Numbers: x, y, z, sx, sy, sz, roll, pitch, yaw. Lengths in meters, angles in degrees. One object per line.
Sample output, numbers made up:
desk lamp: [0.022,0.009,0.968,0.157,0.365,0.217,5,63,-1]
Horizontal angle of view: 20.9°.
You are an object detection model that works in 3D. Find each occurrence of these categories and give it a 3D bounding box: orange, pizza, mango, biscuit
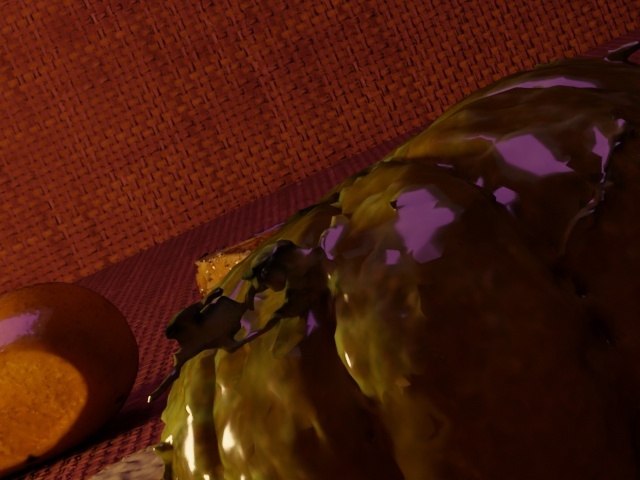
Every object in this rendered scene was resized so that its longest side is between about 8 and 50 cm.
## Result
orange: [0.074,0.060,0.753,0.300,0.223,0.301,-30,2,-11]
pizza: [0.000,0.000,2.001,0.251,0.074,0.288,-28,9,-20]
mango: [-0.307,0.149,1.646,0.290,0.160,0.191,-34,14,1]
biscuit: [-0.145,0.184,1.342,0.152,0.020,0.152,-24,8,3]

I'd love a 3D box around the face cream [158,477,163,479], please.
face cream: [0.031,0.123,1.018,0.285,0.067,0.139,-24,10,0]
